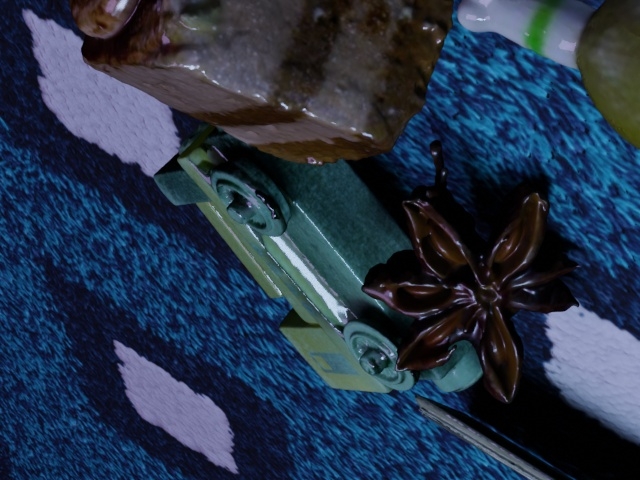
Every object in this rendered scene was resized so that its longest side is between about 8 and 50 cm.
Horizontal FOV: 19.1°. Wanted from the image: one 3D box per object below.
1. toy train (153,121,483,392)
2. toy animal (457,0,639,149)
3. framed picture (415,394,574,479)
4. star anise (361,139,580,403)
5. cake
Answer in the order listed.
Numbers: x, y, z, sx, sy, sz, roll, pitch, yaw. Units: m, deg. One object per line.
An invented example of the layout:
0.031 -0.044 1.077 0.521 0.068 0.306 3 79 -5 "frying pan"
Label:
0.000 0.000 1.905 0.397 0.160 0.253 50 158 -17 "toy train"
0.274 -0.105 1.336 0.363 0.181 0.180 43 173 43 "toy animal"
0.242 0.251 1.968 0.296 0.019 0.232 31 180 21 "framed picture"
0.147 0.034 1.758 0.190 0.126 0.220 27 111 3 "star anise"
-0.062 -0.198 1.529 0.293 0.196 0.198 24 171 -25 "cake"
